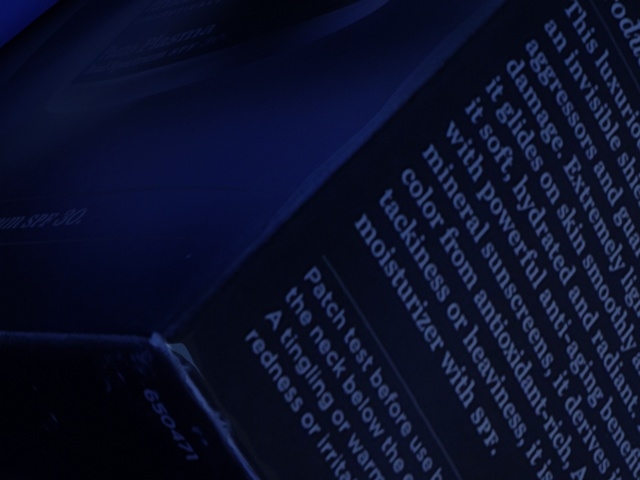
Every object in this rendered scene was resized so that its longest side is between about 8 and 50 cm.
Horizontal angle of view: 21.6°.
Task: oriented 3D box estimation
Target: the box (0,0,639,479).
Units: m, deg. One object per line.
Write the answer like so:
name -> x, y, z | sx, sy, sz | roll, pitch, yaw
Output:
box -> 0.000, 0.000, 0.534 | 0.294, 0.296, 0.183 | -46, 116, -33
